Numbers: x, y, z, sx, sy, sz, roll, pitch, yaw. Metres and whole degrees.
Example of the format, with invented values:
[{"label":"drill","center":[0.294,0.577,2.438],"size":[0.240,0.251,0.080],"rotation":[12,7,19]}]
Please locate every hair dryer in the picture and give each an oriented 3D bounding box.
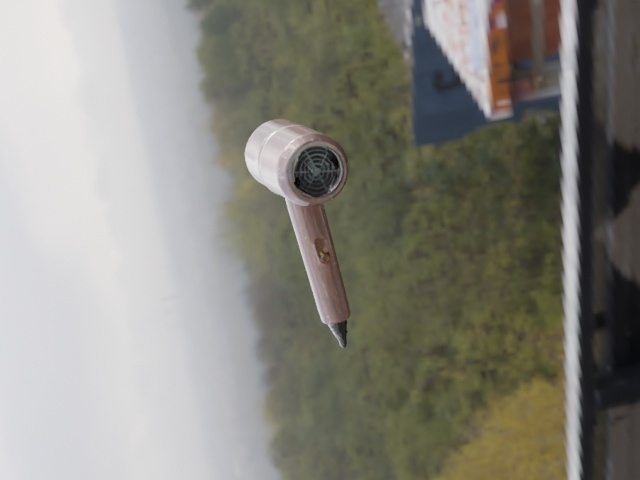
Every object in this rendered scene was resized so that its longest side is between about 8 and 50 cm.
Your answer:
[{"label":"hair dryer","center":[0.000,0.000,2.002],"size":[0.189,0.107,0.344],"rotation":[-149,40,-68]}]
